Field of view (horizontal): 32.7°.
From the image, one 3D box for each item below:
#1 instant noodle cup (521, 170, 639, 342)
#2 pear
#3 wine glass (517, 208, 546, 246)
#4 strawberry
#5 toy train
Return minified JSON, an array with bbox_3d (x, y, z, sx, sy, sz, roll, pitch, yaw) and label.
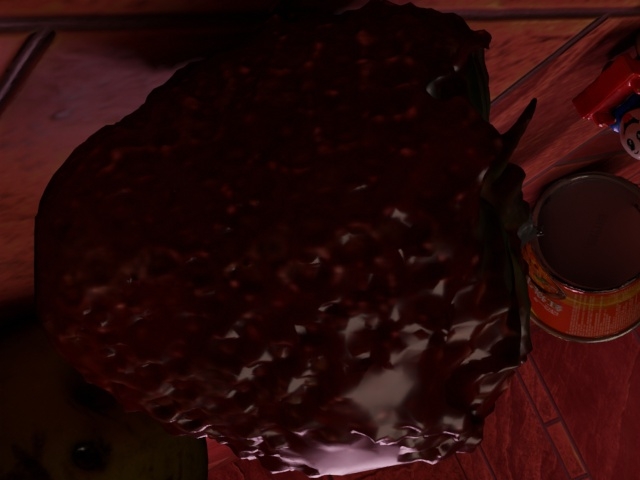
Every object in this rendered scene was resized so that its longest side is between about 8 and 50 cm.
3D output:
[{"bbox_3d":[0.354,0.014,1.427,0.213,0.213,0.174,-25,159,0],"label":"instant noodle cup"},{"bbox_3d":[-0.225,0.197,0.948,0.283,0.283,0.283,-23,167,-6],"label":"pear"},{"bbox_3d":[0.133,0.015,1.201,0.222,0.103,0.103,-34,167,0],"label":"wine glass"},{"bbox_3d":[-0.001,-0.003,0.614,0.257,0.261,0.261,-10,171,15],"label":"strawberry"},{"bbox_3d":[0.338,-0.128,0.964,0.204,0.131,0.083,-18,166,-27],"label":"toy train"}]
